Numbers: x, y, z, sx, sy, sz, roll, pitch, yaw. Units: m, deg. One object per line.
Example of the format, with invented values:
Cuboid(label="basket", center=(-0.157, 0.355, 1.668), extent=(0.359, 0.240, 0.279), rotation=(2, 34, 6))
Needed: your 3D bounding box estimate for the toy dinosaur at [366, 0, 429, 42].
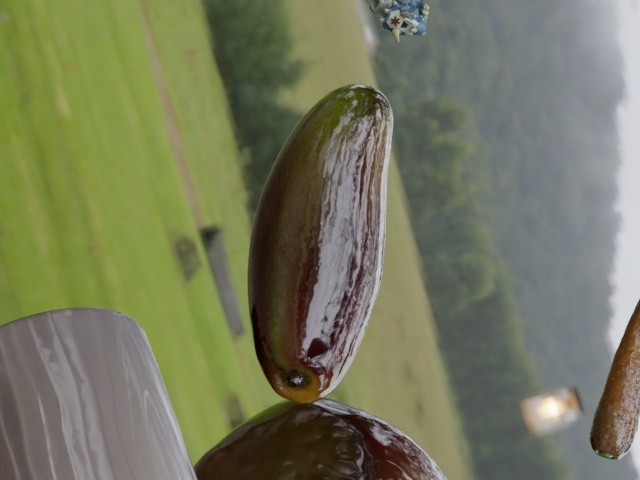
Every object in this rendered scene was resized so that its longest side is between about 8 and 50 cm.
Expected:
Cuboid(label="toy dinosaur", center=(0.062, -0.200, 1.458), extent=(0.031, 0.047, 0.083), rotation=(-63, -142, 29))

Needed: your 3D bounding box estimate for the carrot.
Cuboid(label="carrot", center=(0.317, 0.132, 1.732), extent=(0.047, 0.047, 0.191), rotation=(66, 42, -66))

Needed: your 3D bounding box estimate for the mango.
Cuboid(label="mango", center=(0.000, 0.000, 1.392), extent=(0.133, 0.111, 0.268), rotation=(29, 71, -65))

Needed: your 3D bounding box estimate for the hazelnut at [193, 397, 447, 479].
Cuboid(label="hazelnut", center=(-0.006, 0.404, 1.995), extent=(0.352, 0.420, 0.421), rotation=(-29, -104, 59))

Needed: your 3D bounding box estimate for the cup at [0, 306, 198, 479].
Cuboid(label="cup", center=(-0.242, 0.221, 1.504), extent=(0.208, 0.288, 0.273), rotation=(-49, -128, 43))
